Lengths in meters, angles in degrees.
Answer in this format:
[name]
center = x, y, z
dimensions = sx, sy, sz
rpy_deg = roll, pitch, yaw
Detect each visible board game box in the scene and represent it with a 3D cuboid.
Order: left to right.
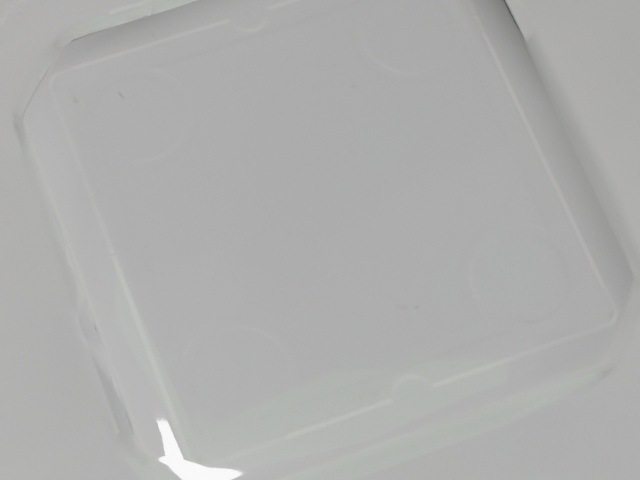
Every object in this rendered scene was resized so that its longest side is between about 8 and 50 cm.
[board game box]
center = 0.000, 0.000, 0.444
dimensions = 0.390, 0.050, 0.390
rpy_deg = 24, 67, 7
